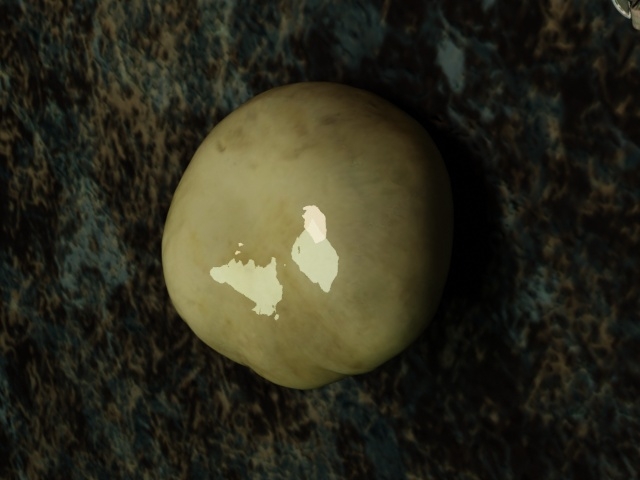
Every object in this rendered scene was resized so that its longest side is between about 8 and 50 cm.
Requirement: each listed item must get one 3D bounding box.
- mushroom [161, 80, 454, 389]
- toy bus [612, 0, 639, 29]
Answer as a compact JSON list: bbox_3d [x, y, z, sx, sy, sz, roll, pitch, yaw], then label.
[{"bbox_3d":[0.000,0.000,0.902,0.154,0.122,0.154,-14,65,31],"label":"mushroom"},{"bbox_3d":[0.177,-0.114,0.655,0.167,0.076,0.073,10,117,46],"label":"toy bus"}]
